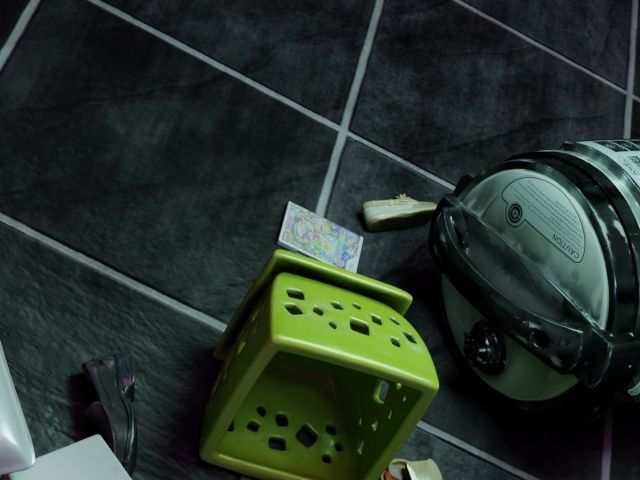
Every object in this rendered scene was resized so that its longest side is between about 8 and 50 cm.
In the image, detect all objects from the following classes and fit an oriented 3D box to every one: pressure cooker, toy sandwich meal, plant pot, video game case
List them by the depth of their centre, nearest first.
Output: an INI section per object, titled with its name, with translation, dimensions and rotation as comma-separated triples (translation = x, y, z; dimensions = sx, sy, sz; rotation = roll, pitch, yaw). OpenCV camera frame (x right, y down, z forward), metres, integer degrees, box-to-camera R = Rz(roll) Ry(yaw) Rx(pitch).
[plant pot]
translation = -0.009, 0.153, 2.016
dimensions = 0.227, 0.228, 0.207
rotation = 18, 37, -18
[toy sandwich meal]
translation = 0.117, 0.307, 2.095
dimensions = 0.085, 0.029, 0.086
rotation = 19, 42, -19
[pressure cooker]
translation = 0.367, 0.055, 2.258
dimensions = 0.420, 0.370, 0.376
rotation = -5, 84, -37
[video game case]
translation = 0.000, 0.000, 2.328
dimensions = 0.122, 0.011, 0.087
rotation = 26, 40, -11

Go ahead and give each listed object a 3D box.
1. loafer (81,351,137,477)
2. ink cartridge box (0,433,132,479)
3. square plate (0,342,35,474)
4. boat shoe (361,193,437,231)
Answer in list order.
[loafer]
translation = -0.247, 0.208, 1.927
dimensions = 0.061, 0.062, 0.170
rotation = -3, 46, -9
[ink cartridge box]
translation = -0.263, 0.374, 1.739
dimensions = 0.261, 0.066, 0.296
rotation = -19, 63, -46
[square plate]
translation = -0.511, 0.121, 1.764
dimensions = 0.347, 0.049, 0.344
rotation = -8, 55, -22
[boat shoe]
translation = 0.119, -0.046, 2.426
dimensions = 0.135, 0.050, 0.045
rotation = -6, 60, -39
